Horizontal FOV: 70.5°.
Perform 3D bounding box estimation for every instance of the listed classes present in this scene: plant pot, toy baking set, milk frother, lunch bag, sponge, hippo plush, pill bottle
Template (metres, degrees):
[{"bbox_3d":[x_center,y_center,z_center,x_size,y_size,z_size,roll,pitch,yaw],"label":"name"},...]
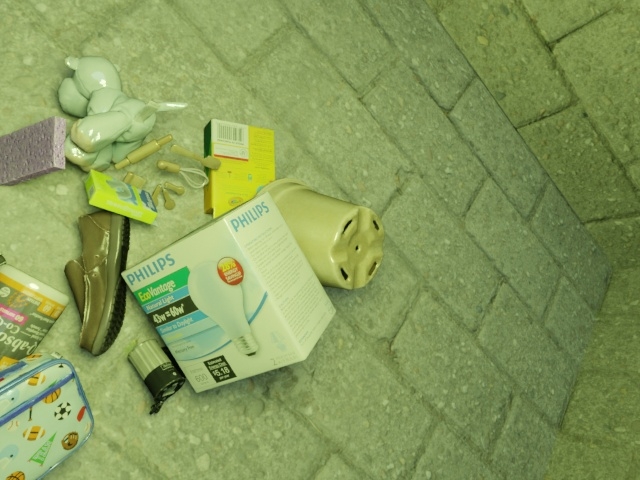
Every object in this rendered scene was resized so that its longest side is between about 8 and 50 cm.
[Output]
[{"bbox_3d":[0.000,0.000,1.275,0.334,0.305,0.333,-13,108,-45],"label":"plant pot"},{"bbox_3d":[-0.406,-0.186,1.208,0.256,0.030,0.196,-34,136,-1],"label":"toy baking set"},{"bbox_3d":[-0.424,0.348,1.147,0.143,0.129,0.135,-45,68,1],"label":"milk frother"},{"bbox_3d":[-0.619,0.374,0.882,0.303,0.115,0.243,-36,127,-52],"label":"lunch bag"},{"bbox_3d":[-0.660,-0.201,1.032,0.031,0.210,0.117,11,72,-64],"label":"sponge"},{"bbox_3d":[-0.541,-0.328,1.090,0.236,0.294,0.234,56,27,0],"label":"hippo plush"},{"bbox_3d":[-0.687,0.203,0.960,0.162,0.162,0.278,36,69,-22],"label":"pill bottle"}]

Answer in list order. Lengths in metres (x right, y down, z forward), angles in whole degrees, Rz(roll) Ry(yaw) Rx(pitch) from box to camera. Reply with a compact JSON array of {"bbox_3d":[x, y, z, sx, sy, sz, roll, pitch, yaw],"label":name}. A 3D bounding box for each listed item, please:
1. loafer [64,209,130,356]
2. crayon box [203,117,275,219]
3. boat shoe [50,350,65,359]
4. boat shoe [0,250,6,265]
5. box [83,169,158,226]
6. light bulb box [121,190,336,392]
[{"bbox_3d":[-0.549,0.096,1.104,0.130,0.134,0.365,2,70,-11],"label":"loafer"},{"bbox_3d":[-0.240,-0.185,1.351,0.202,0.081,0.318,4,79,-31],"label":"crayon box"},{"bbox_3d":[-0.661,0.367,0.993,0.084,0.095,0.258,47,63,-12],"label":"boat shoe"},{"bbox_3d":[-0.778,0.113,0.974,0.228,0.081,0.068,-41,101,-22],"label":"boat shoe"},{"bbox_3d":[-0.486,-0.102,1.127,0.178,0.109,0.042,24,110,-45],"label":"box"},{"bbox_3d":[-0.219,0.130,1.121,0.361,0.358,0.225,61,27,-9],"label":"light bulb box"}]
